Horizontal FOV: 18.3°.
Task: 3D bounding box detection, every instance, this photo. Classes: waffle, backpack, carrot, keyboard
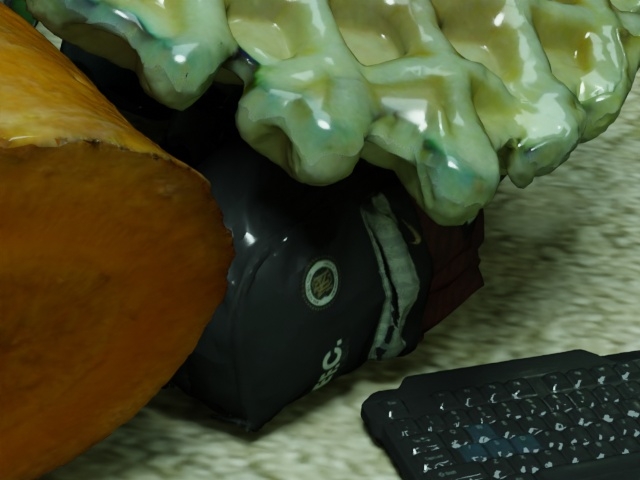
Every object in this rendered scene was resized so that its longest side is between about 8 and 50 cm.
[{"bbox_3d":[0.001,-0.132,0.809,0.292,0.056,0.309,31,42,10],"label":"waffle"},{"bbox_3d":[-0.001,0.004,0.806,0.106,0.120,0.165,21,49,29],"label":"backpack"},{"bbox_3d":[-0.189,-0.016,0.738,0.193,0.214,0.331,3,27,-41],"label":"carrot"},{"bbox_3d":[0.150,0.071,0.805,0.262,0.016,0.106,-7,31,-20],"label":"keyboard"}]

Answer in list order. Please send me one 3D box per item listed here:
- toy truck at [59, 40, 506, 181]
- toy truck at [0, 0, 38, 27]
[{"bbox_3d":[-0.011,-0.099,0.981,0.165,0.147,0.224,15,16,-42],"label":"toy truck"},{"bbox_3d":[-0.208,-0.144,1.050,0.125,0.101,0.242,4,29,-9],"label":"toy truck"}]
